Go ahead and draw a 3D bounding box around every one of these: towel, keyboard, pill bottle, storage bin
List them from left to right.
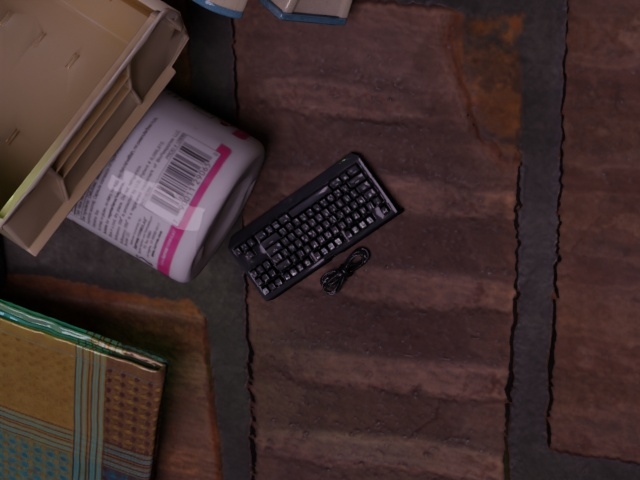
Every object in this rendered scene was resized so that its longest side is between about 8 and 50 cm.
[{"bbox_3d":[-0.296,-0.166,1.640,0.262,0.123,0.260,33,79,14],"label":"storage bin"},{"bbox_3d":[-0.346,0.164,1.960,0.370,0.040,0.271,18,132,8],"label":"towel"},{"bbox_3d":[-0.211,-0.093,1.766,0.283,0.160,0.160,30,118,5],"label":"pill bottle"},{"bbox_3d":[0.000,0.000,1.813,0.180,0.023,0.108,-34,98,28],"label":"keyboard"}]

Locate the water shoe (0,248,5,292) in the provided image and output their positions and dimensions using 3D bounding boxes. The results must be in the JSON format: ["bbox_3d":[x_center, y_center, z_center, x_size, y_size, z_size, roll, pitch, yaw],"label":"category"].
[{"bbox_3d":[-0.384,-0.022,1.903,0.080,0.073,0.203,7,114,15],"label":"water shoe"}]

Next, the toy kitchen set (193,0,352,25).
[{"bbox_3d":[-0.092,-0.262,1.713,0.207,0.166,0.122,48,125,37],"label":"toy kitchen set"}]
